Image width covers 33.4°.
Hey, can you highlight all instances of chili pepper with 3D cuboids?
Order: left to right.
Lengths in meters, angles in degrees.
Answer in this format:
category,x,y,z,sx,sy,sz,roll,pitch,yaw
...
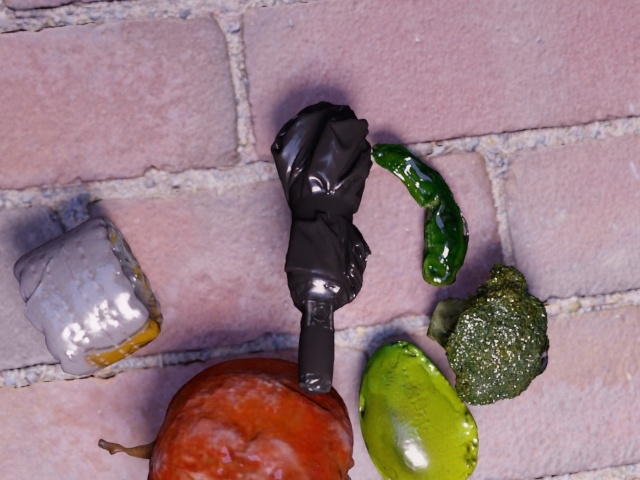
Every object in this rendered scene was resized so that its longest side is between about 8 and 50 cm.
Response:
category,x,y,z,sx,sy,sz,roll,pitch,yaw
chili pepper,0.122,-0.036,1.217,0.073,0.050,0.182,-25,91,-8

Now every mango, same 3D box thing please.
category,x,y,z,sx,sy,sz,roll,pitch,yaw
mango,0.103,0.199,1.184,0.119,0.100,0.179,-18,82,-19

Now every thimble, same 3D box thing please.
category,x,y,z,sx,sy,sz,roll,pitch,yaw
thimble,-0.251,0.063,1.160,0.117,0.127,0.151,-28,88,-2

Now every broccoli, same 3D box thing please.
category,x,y,z,sx,sy,sz,roll,pitch,yaw
broccoli,0.193,0.105,1.176,0.162,0.137,0.146,-32,130,-37

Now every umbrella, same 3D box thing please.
category,x,y,z,sx,sy,sz,roll,pitch,yaw
umbrella,0.000,0.000,1.121,0.118,0.118,0.340,6,59,-2

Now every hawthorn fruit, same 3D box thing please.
category,x,y,z,sx,sy,sz,roll,pitch,yaw
hawthorn fruit,-0.099,0.232,1.110,0.271,0.242,0.242,15,87,4
